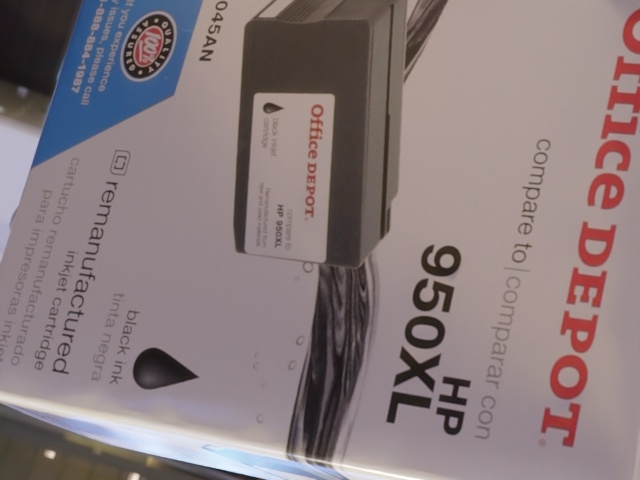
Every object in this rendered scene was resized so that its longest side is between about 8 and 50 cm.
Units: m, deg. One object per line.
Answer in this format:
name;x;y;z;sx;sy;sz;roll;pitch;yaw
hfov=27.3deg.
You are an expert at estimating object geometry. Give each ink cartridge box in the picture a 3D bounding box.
ink cartridge box;0.031;-0.002;0.757;0.395;0.285;0.166;7;164;27

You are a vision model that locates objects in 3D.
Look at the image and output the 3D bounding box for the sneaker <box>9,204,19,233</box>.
sneaker;-0.240;-0.045;1.569;0.101;0.268;0.153;57;176;-31
